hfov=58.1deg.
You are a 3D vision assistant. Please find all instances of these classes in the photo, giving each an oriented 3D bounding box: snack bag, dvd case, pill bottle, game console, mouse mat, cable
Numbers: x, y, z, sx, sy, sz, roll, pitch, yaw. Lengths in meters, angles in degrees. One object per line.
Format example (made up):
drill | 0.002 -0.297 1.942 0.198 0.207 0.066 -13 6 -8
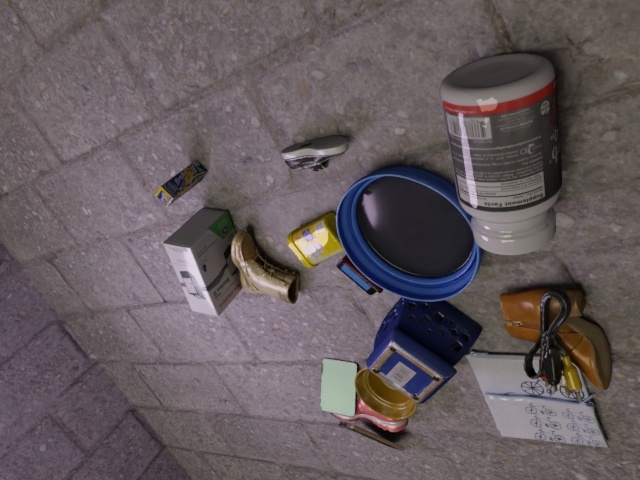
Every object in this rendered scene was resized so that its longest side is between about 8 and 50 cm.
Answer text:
snack bag | 0.608 0.448 1.634 0.323 0.037 0.342 -6 120 40
dvd case | 0.181 0.709 2.097 0.221 0.018 0.164 24 162 -3
pill bottle | 0.370 -0.166 1.158 0.210 0.210 0.363 5 128 33
game console | 0.110 0.110 1.678 0.144 0.124 0.085 40 112 0
mouse mat | 0.063 0.514 2.024 0.152 0.007 0.190 1 86 36
cable | 0.551 0.240 1.373 0.139 0.072 0.287 15 115 58

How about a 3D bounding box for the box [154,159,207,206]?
box | -0.422 -0.175 1.757 0.054 0.169 0.059 46 137 -4

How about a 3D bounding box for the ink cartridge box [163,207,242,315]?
ink cartridge box | -0.362 0.071 1.893 0.121 0.211 0.289 8 130 29

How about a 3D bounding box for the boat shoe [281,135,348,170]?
boat shoe | -0.007 -0.220 1.492 0.219 0.078 0.070 1 125 45

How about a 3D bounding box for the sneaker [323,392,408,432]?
sneaker | 0.157 0.560 2.024 0.313 0.116 0.136 6 118 24

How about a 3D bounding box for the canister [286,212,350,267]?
canister | 0.000 0.000 1.671 0.170 0.073 0.126 -26 108 44

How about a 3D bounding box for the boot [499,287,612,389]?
boot | 0.584 0.243 1.443 0.211 0.104 0.295 -11 112 47

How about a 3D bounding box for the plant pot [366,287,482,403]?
plant pot | 0.274 0.304 1.625 0.236 0.212 0.236 34 137 6

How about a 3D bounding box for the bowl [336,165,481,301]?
bowl | 0.228 -0.017 1.487 0.391 0.077 0.391 19 134 21

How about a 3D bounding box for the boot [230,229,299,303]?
boot | -0.174 0.090 1.855 0.203 0.095 0.262 15 134 26

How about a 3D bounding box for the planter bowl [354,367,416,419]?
planter bowl | 0.228 0.473 1.886 0.217 0.090 0.217 17 128 24
